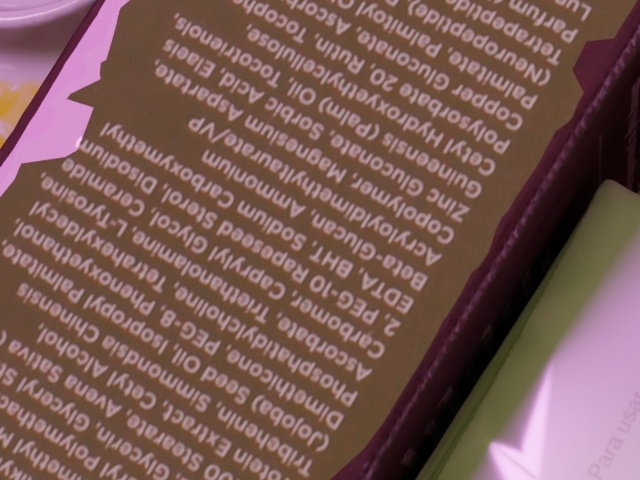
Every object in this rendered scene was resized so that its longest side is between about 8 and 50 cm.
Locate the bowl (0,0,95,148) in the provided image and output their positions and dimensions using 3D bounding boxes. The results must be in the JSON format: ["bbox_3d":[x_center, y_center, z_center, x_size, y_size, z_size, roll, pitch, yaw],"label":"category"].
[{"bbox_3d":[-0.092,-0.104,0.701,0.290,0.156,0.289,-3,71,9],"label":"bowl"}]

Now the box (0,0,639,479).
[{"bbox_3d":[0.000,0.000,0.540,0.143,0.191,0.381,29,84,13],"label":"box"}]

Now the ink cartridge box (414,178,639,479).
[{"bbox_3d":[0.194,0.129,0.506,0.306,0.226,0.131,29,81,23],"label":"ink cartridge box"}]
